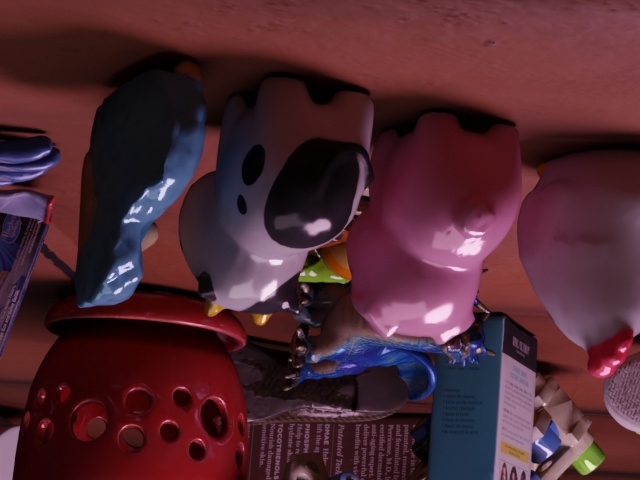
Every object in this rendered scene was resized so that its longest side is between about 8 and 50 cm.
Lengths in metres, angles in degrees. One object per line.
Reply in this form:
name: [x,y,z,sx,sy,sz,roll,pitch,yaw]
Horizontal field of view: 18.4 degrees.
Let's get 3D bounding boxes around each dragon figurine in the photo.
dragon figurine: [0.048,0.073,1.496,0.144,0.085,0.289,6,165,-5]

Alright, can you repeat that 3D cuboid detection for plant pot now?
plant pot: [-0.152,0.137,1.635,0.191,0.174,0.191,3,166,1]

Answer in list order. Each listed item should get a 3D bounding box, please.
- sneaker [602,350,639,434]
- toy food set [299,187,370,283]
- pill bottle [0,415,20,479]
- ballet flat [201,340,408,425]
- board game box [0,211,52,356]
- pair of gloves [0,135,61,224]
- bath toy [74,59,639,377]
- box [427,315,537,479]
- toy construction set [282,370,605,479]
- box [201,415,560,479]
sneaker: [0.359,0.137,1.657,0.240,0.091,0.126,1,167,11]
toy food set: [0.000,0.000,1.304,0.132,0.038,0.192,12,165,-29]
pill bottle: [-0.449,0.288,2.380,0.301,0.169,0.169,-7,162,41]
ballet flat: [-0.040,0.129,1.788,0.250,0.084,0.058,3,166,-20]
board game box: [-0.306,0.041,1.340,0.194,0.194,0.060,20,164,-6]
pair of gloves: [-0.241,-0.044,1.235,0.159,0.023,0.198,7,166,-5]
bath toy: [0.043,0.000,1.104,0.348,0.129,0.151,8,166,-19]
box: [0.129,0.189,1.613,0.060,0.244,0.100,-1,166,22]
toy construction set: [0.119,0.218,1.819,0.327,0.151,0.215,-19,-161,38]
box: [0.062,0.275,2.234,0.381,0.143,0.191,0,165,23]
